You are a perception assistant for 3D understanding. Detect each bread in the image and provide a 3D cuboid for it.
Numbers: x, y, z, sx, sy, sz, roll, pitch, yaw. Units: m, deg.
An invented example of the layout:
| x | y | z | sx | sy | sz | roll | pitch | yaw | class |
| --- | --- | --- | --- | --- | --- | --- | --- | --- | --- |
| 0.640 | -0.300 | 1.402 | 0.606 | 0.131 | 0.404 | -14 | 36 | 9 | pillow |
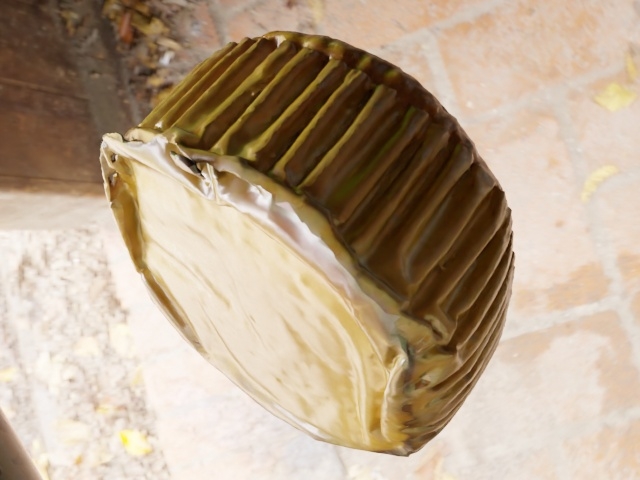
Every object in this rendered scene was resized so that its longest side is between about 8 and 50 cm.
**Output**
| x | y | z | sx | sy | sz | roll | pitch | yaw | class |
| --- | --- | --- | --- | --- | --- | --- | --- | --- | --- |
| 0.001 | 0.001 | 0.528 | 0.199 | 0.199 | 0.104 | 32 | 64 | 18 | bread |

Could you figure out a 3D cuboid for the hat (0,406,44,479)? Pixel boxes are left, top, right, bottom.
| x | y | z | sx | sy | sz | roll | pitch | yaw | class |
| --- | --- | --- | --- | --- | --- | --- | --- | --- | --- |
| -0.242 | 0.316 | 1.244 | 0.257 | 0.366 | 0.382 | -15 | 81 | 0 | hat |
